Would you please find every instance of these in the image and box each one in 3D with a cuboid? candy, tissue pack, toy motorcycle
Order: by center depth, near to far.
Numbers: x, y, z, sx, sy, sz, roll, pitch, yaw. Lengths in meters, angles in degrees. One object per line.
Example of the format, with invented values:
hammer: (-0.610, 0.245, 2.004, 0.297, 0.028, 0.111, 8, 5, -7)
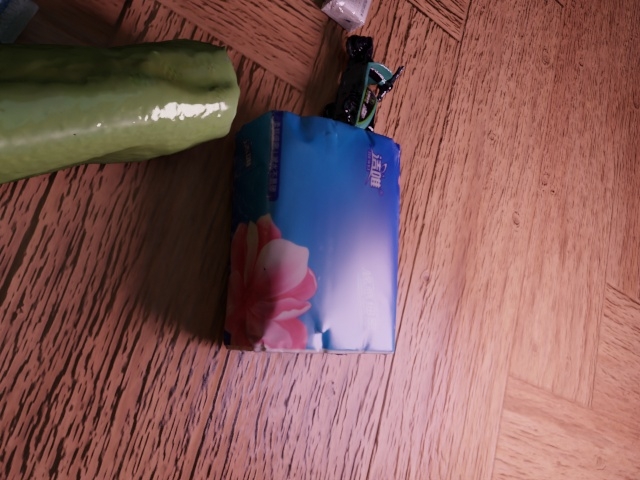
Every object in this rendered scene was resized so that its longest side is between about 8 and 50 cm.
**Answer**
candy: (-0.243, -0.129, 0.574, 0.343, 0.142, 0.132, -18, 81, -37)
tissue pack: (0.000, 0.000, 0.728, 0.209, 0.137, 0.270, 10, 77, -36)
toy motorcycle: (0.060, -0.201, 0.851, 0.100, 0.058, 0.173, 24, 72, -38)
tissue pack: (0.041, -0.349, 0.865, 0.062, 0.042, 0.083, 27, 69, -31)

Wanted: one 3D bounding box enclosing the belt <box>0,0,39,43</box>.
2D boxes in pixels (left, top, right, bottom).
belt: (-0.395, -0.279, 0.516, 0.302, 0.087, 0.072, 33, 59, -28)
